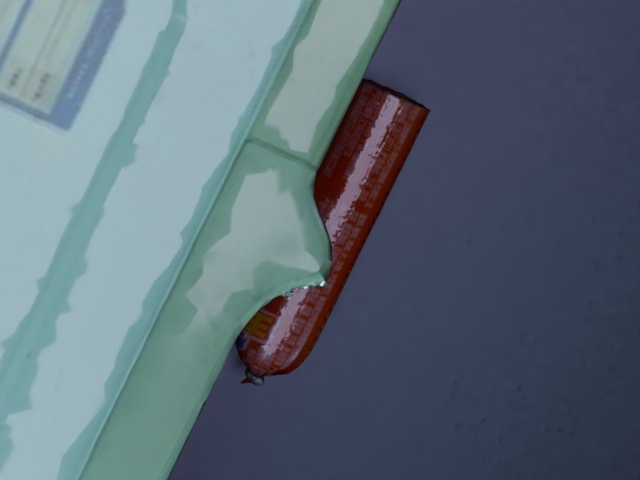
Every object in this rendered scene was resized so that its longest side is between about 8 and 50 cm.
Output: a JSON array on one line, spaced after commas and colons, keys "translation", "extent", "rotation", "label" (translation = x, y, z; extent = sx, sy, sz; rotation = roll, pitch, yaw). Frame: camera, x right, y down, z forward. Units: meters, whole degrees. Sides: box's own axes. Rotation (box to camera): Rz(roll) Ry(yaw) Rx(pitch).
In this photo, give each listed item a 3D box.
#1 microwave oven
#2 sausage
[{"translation": [-0.176, 0.010, 0.583], "extent": [0.286, 0.218, 0.355], "rotation": [24, 96, -12], "label": "microwave oven"}, {"translation": [0.000, 0.000, 0.707], "extent": [0.034, 0.034, 0.129], "rotation": [25, 97, -14], "label": "sausage"}]
